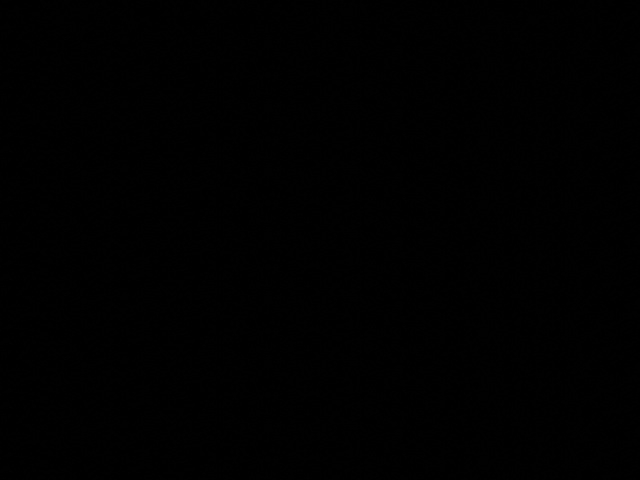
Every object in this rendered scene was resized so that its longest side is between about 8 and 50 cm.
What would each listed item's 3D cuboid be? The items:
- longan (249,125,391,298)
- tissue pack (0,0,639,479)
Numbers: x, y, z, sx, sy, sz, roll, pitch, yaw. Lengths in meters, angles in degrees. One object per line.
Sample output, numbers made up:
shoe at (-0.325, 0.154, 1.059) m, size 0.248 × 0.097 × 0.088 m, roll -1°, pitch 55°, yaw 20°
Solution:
longan at (0.000, 0.000, 0.521) m, size 0.246 × 0.215 × 0.246 m, roll 18°, pitch -24°, yaw 8°
tissue pack at (0.002, -0.023, 0.201) m, size 0.277 × 0.267 × 0.387 m, roll 12°, pitch 3°, yaw 28°
